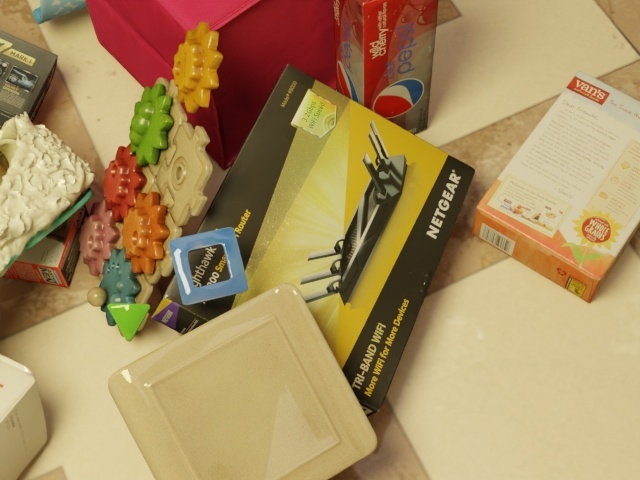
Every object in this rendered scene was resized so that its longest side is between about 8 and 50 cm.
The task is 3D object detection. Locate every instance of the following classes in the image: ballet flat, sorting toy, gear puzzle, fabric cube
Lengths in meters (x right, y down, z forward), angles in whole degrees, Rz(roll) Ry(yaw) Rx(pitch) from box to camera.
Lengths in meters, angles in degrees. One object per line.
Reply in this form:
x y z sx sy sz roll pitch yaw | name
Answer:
-0.376 0.012 0.985 0.146 0.147 0.409 18 43 12 | ballet flat
-0.071 0.162 0.944 0.196 0.047 0.348 -28 88 -12 | sorting toy
-0.176 -0.067 1.034 0.044 0.339 0.175 6 39 -36 | gear puzzle
-0.108 -0.295 1.195 0.254 0.259 0.258 -38 68 -18 | fabric cube

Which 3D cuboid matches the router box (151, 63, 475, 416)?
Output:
0.000 0.000 1.081 0.242 0.081 0.309 28 64 -7 | router box

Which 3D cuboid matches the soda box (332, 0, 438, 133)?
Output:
0.069 -0.214 1.136 0.092 0.263 0.083 -21 61 -10 | soda box

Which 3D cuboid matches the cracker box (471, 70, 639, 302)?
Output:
0.299 -0.065 1.157 0.155 0.067 0.232 33 68 18 | cracker box

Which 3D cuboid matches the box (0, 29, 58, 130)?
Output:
-0.443 -0.180 1.162 0.232 0.059 0.183 23 57 -12 | box

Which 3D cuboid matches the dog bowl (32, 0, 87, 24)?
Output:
-0.350 -0.395 1.298 0.074 0.166 0.297 -11 43 -18 | dog bowl

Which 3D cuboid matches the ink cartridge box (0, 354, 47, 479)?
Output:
-0.424 0.220 0.956 0.207 0.117 0.283 21 46 16 | ink cartridge box

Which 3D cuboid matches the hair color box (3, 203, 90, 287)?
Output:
-0.358 -0.010 1.161 0.167 0.053 0.093 9 61 6 | hair color box
